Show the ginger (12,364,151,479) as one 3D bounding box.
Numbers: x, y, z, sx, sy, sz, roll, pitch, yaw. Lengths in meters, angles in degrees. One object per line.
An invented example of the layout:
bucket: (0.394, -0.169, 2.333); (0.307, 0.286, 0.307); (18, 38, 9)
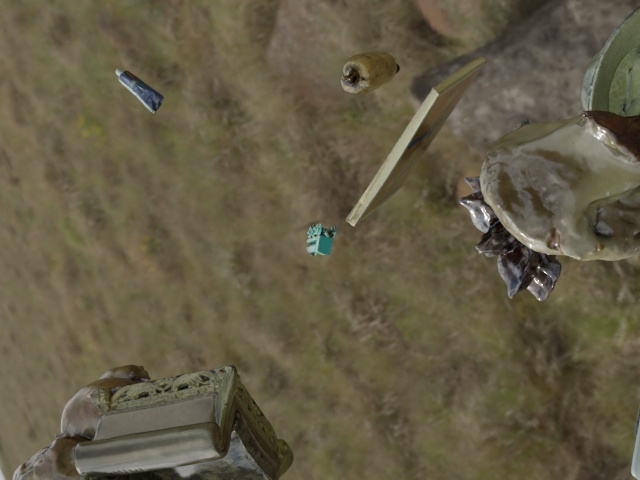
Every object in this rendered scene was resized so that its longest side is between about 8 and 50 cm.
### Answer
ginger: (-0.356, 0.349, 1.717); (0.256, 0.375, 0.176); (-20, 123, 35)

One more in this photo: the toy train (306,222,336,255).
toy train: (0.000, 0.000, 1.487); (0.092, 0.029, 0.045); (164, 118, -76)

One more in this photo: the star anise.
star anise: (0.339, -0.012, 1.842); (0.236, 0.109, 0.223); (55, -161, -15)

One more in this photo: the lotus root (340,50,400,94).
lotus root: (0.072, -0.266, 1.701); (0.072, 0.152, 0.063); (-15, 96, 36)

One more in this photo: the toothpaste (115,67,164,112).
toothpaste: (-0.245, -0.204, 1.442); (0.083, 0.027, 0.019); (39, 178, 17)

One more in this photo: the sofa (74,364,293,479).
sofa: (-0.160, 0.296, 1.330); (0.258, 0.200, 0.182); (65, -163, -46)

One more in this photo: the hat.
hat: (0.417, -0.193, 1.390); (0.130, 0.257, 0.257); (31, 142, 64)

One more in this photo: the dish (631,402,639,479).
dish: (0.555, 0.309, 1.694); (0.182, 0.243, 0.080); (35, 150, -32)

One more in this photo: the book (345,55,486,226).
book: (0.131, -0.135, 1.464); (0.018, 0.170, 0.241); (39, 127, 10)

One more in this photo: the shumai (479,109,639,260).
shumai: (0.266, -0.073, 1.077); (0.201, 0.201, 0.120); (53, 142, 33)
